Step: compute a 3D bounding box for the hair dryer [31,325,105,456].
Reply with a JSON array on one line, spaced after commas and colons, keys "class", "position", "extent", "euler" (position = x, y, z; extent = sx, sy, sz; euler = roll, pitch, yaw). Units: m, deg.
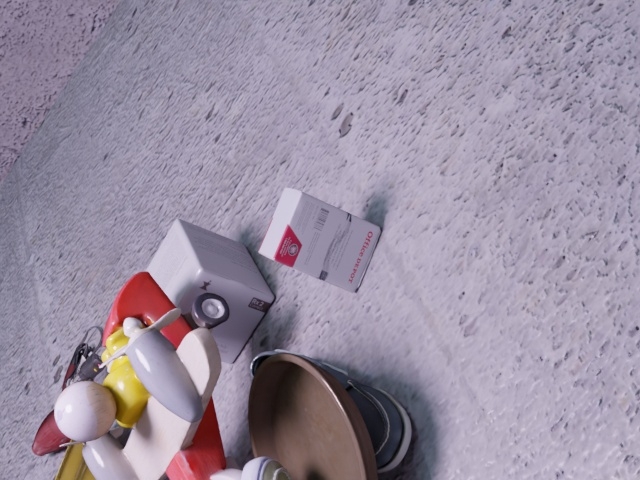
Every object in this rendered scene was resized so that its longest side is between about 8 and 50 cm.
[{"class": "hair dryer", "position": [-0.527, 0.342, 2.171], "extent": [0.294, 0.080, 0.223], "euler": [-58, 17, 3]}]

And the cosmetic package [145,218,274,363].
[{"class": "cosmetic package", "position": [-0.201, 0.087, 1.759], "extent": [0.151, 0.151, 0.184], "euler": [-57, 32, 16]}]

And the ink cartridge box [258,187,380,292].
[{"class": "ink cartridge box", "position": [0.000, 0.000, 1.525], "extent": [0.063, 0.150, 0.109], "euler": [19, 86, 62]}]

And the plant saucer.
[{"class": "plant saucer", "position": [-0.009, 0.281, 1.355], "extent": [0.278, 0.041, 0.278], "euler": [26, 123, 50]}]

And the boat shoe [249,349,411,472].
[{"class": "boat shoe", "position": [0.004, 0.230, 1.418], "extent": [0.319, 0.099, 0.116], "euler": [24, 87, 57]}]

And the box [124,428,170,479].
[{"class": "box", "position": [-0.330, 0.470, 1.801], "extent": [0.159, 0.044, 0.233], "euler": [16, 83, 58]}]

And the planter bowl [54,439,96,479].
[{"class": "planter bowl", "position": [-0.428, 0.430, 1.896], "extent": [0.217, 0.090, 0.217], "euler": [-159, 90, -87]}]

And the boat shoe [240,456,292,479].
[{"class": "boat shoe", "position": [-0.023, 0.422, 1.310], "extent": [0.094, 0.109, 0.302], "euler": [-24, 72, 25]}]

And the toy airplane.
[{"class": "toy airplane", "position": [-0.246, 0.266, 1.477], "extent": [0.384, 0.272, 0.386], "euler": [24, 111, 61]}]
